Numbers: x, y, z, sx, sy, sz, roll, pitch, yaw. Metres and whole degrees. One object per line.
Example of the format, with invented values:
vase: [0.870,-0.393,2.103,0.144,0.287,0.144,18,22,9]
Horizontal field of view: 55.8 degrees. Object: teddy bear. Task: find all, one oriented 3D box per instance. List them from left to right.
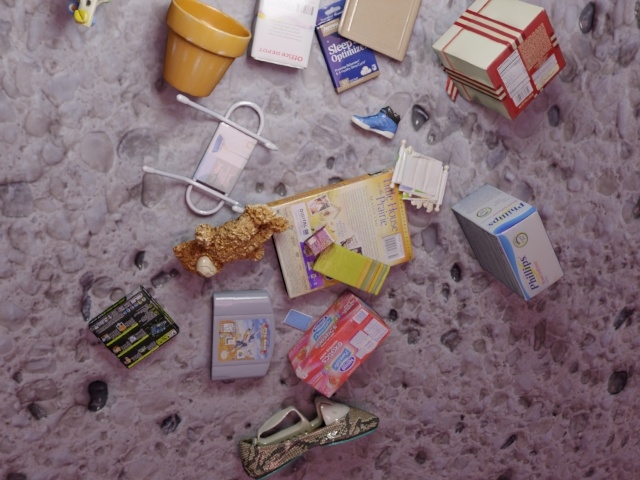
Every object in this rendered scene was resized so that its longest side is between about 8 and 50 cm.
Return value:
teddy bear: [-0.243,0.008,1.682,0.338,0.245,0.113,-23,71,-1]

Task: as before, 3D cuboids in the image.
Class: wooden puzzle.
wooden puzzle: [0.165,-0.630,1.644,0.238,0.044,0.221,13,97,-33]

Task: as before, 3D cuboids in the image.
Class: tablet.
tablet: [-0.072,0.255,1.941,0.083,0.006,0.054,25,101,-22]

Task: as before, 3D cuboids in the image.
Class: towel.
towel: [0.096,0.084,1.855,0.237,0.021,0.102,23,97,-22]

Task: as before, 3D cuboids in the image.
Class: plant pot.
plant pot: [-0.303,-0.472,1.511,0.205,0.205,0.188,19,118,-22]

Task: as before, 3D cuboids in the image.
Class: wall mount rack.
wall mount rack: [-0.294,-0.231,1.627,0.304,0.130,0.350,25,100,-23]

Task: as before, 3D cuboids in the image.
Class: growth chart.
growth chart: [0.305,-0.186,1.842,0.237,0.021,0.172,19,90,-36]

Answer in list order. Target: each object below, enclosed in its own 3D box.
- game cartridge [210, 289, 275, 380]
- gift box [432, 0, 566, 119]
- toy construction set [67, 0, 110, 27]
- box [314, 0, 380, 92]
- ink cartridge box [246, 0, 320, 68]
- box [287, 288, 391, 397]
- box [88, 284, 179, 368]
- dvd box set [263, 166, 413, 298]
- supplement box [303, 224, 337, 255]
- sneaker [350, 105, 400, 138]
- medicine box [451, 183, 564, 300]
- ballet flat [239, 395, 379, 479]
game cartridge: [-0.241,0.298,1.882,0.198,0.062,0.297,0,109,-12]
gift box: [0.490,-0.505,1.701,0.255,0.258,0.276,-42,135,-1]
toy construction set: [-0.502,-0.669,1.391,0.215,0.151,0.328,45,85,-1]
box: [0.069,-0.542,1.675,0.136,0.036,0.225,-25,113,-7]
ink cartridge box: [-0.096,-0.571,1.582,0.154,0.093,0.212,7,106,-18]
box: [0.058,0.326,1.931,0.154,0.142,0.300,40,95,-25]
box: [-0.546,0.256,1.778,0.190,0.045,0.184,-36,118,-2]
dvd box set: [0.063,-0.025,1.849,0.420,0.062,0.308,-18,113,-10]
supplement box: [0.000,0.000,1.774,0.083,0.043,0.055,-36,97,-1]
sneaker: [0.164,-0.358,1.756,0.152,0.058,0.085,16,110,-26]
medicine box: [0.579,-0.001,1.886,0.149,0.289,0.263,-34,116,-3]
ballet flat: [-0.045,0.629,2.019,0.482,0.164,0.182,-20,94,-7]
